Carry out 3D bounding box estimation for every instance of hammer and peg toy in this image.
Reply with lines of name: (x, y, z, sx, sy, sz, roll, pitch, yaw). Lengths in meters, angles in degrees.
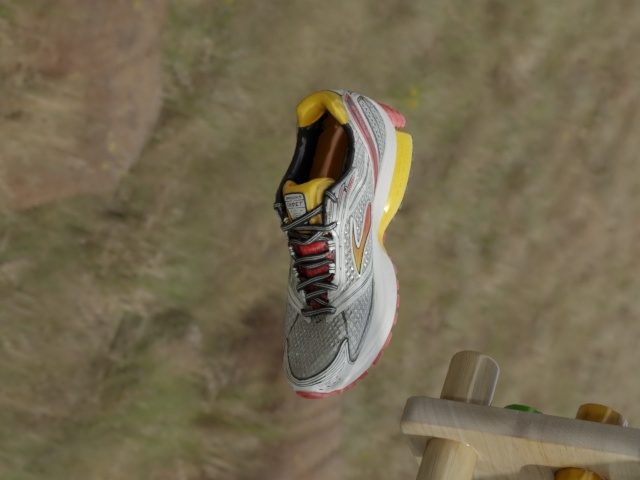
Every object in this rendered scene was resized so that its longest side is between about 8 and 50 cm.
hammer and peg toy: (0.223, 0.223, 1.216, 0.361, 0.266, 0.127, 62, 40, -52)

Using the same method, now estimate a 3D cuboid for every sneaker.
sneaker: (0.000, 0.000, 1.154, 0.092, 0.088, 0.225, 24, 65, -49)
